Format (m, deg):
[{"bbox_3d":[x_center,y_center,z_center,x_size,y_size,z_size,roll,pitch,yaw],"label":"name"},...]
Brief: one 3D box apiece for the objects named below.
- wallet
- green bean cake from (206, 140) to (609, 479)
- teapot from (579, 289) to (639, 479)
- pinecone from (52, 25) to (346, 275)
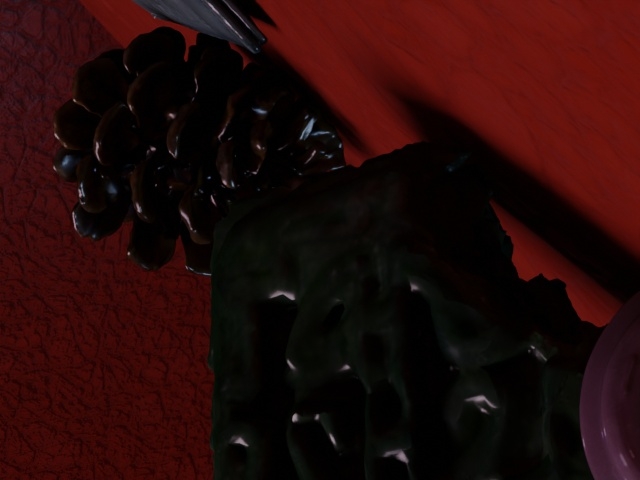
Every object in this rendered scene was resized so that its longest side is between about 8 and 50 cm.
[{"bbox_3d":[-0.173,-0.265,1.047,0.251,0.054,0.290,42,174,-30],"label":"wallet"},{"bbox_3d":[0.081,0.093,0.751,0.169,0.300,0.308,26,-125,-54],"label":"green bean cake"},{"bbox_3d":[0.190,0.071,0.488,0.146,0.148,0.116,29,-132,-56],"label":"teapot"},{"bbox_3d":[-0.112,-0.076,1.179,0.309,0.244,0.244,25,165,39],"label":"pinecone"}]
